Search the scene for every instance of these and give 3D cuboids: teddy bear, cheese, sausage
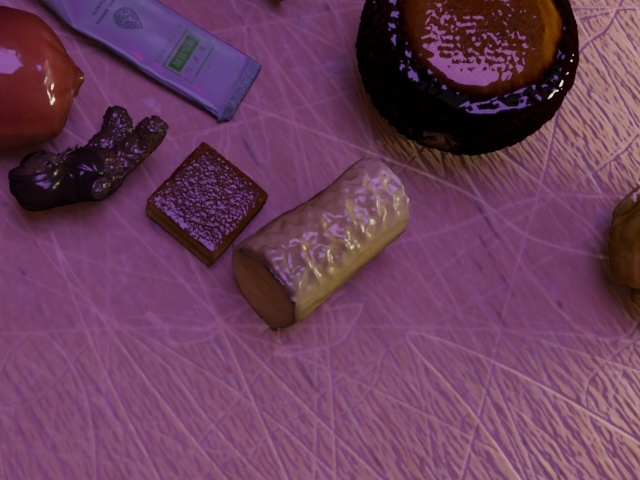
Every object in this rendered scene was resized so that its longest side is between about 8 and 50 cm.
[{"bbox_3d":[-0.229,-0.067,1.246,0.119,0.078,0.160,22,41,40],"label":"teddy bear"},{"bbox_3d":[0.000,0.000,1.251,0.167,0.123,0.094,-39,76,-24],"label":"cheese"},{"bbox_3d":[-0.351,-0.152,1.211,0.254,0.148,0.148,1,67,-14],"label":"sausage"}]

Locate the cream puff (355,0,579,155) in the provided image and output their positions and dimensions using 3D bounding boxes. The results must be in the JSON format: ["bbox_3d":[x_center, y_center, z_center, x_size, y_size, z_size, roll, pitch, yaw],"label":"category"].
[{"bbox_3d":[0.153,-0.199,1.355,0.239,0.165,0.239,3,71,-9],"label":"cream puff"}]

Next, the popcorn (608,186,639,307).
[{"bbox_3d":[0.420,-0.001,1.355,0.200,0.226,0.203,56,17,-24],"label":"popcorn"}]

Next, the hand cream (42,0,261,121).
[{"bbox_3d":[-0.197,-0.224,1.344,0.275,0.050,0.079,31,90,-6],"label":"hand cream"}]

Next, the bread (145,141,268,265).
[{"bbox_3d":[-0.114,-0.036,1.284,0.090,0.035,0.094,38,62,3],"label":"bread"}]
